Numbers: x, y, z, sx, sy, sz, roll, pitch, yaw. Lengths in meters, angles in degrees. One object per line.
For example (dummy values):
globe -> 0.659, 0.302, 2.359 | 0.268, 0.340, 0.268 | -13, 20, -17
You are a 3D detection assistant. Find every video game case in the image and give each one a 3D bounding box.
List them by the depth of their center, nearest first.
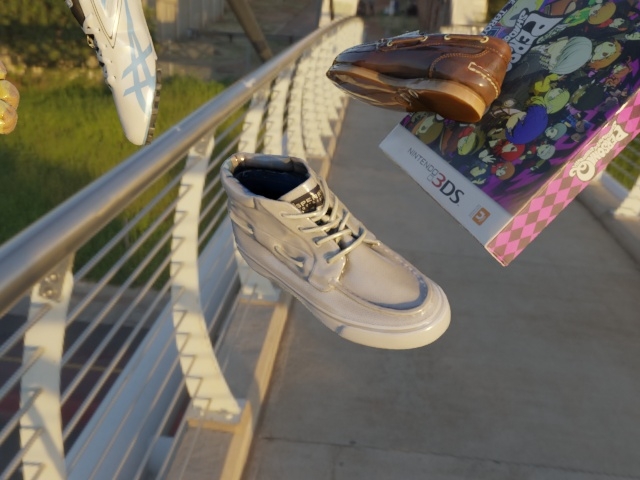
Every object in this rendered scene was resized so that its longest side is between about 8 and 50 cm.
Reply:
video game case -> 0.180, -0.121, 0.575 | 0.041, 0.232, 0.210 | 35, 13, -36

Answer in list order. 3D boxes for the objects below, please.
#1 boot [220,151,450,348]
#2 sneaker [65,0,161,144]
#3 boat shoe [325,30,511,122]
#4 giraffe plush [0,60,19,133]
boot -> 0.000, 0.000, 0.594 | 0.258, 0.123, 0.095 | 23, 55, 35
sneaker -> -0.214, -0.214, 0.657 | 0.086, 0.237, 0.085 | -12, 12, -20
boat shoe -> 0.090, -0.164, 0.619 | 0.207, 0.073, 0.073 | 24, -5, 46
giraffe plush -> -0.630, -0.227, 1.049 | 0.210, 0.170, 0.181 | 32, 30, -46
